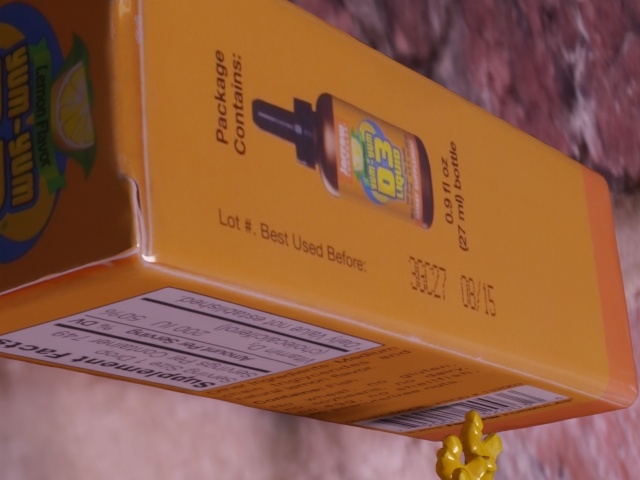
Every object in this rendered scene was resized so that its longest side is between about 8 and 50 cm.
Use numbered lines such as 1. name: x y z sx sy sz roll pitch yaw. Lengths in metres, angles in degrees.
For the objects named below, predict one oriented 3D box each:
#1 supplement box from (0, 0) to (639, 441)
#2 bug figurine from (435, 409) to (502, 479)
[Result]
1. supplement box: 0.000 0.000 0.425 0.233 0.080 0.078 22 58 -54
2. bug figurine: 0.033 0.180 0.405 0.279 0.072 0.216 64 27 -9
